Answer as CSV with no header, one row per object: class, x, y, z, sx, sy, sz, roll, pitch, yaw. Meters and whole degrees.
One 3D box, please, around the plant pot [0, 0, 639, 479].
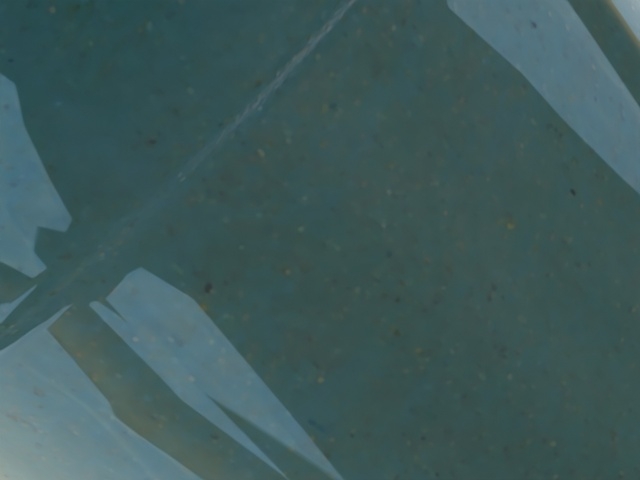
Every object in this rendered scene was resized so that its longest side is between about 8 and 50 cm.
plant pot,0.000,0.000,0.535,0.341,0.334,0.341,-39,-161,16
